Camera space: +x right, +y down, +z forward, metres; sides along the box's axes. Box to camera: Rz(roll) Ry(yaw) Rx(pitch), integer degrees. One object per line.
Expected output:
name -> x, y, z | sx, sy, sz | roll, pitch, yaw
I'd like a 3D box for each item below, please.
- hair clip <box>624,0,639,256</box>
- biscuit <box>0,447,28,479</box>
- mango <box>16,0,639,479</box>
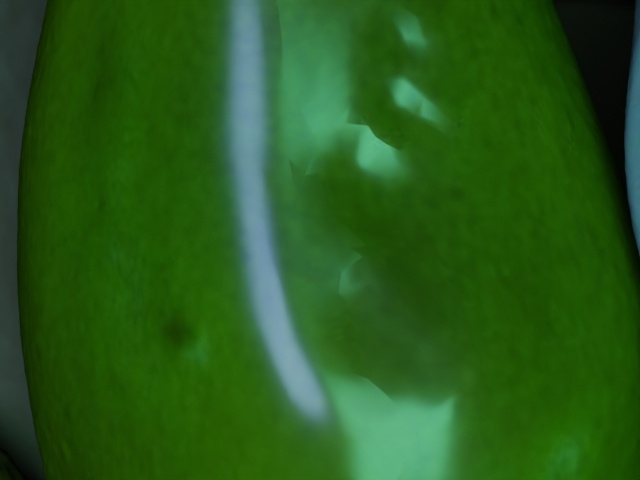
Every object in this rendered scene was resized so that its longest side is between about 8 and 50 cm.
hair clip -> 0.147, 0.001, 0.507 | 0.113, 0.172, 0.282 | -34, 82, 18
biscuit -> -0.174, 0.140, 0.579 | 0.226, 0.042, 0.226 | 0, 95, -4
mango -> -0.004, 0.005, 0.512 | 0.149, 0.185, 0.273 | -9, 83, -39
